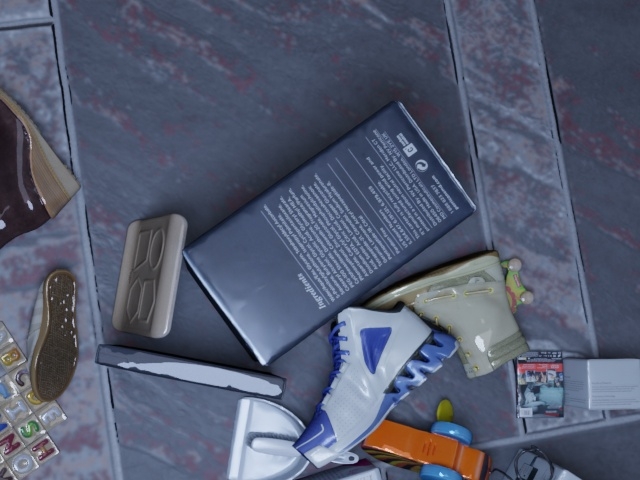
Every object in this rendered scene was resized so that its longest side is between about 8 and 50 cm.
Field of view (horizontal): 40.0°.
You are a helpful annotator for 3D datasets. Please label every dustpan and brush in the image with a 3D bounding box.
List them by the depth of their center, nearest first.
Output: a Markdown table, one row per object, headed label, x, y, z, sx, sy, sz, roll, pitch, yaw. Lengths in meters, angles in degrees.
| label | x | y | z | sx | sy | sz | roll | pitch | yaw |
| --- | --- | --- | --- | --- | --- | --- | --- | --- | --- |
| dustpan and brush | -0.043 | 0.350 | 1.475 | 0.211 | 0.060 | 0.147 | 9 | 83 | -6 |

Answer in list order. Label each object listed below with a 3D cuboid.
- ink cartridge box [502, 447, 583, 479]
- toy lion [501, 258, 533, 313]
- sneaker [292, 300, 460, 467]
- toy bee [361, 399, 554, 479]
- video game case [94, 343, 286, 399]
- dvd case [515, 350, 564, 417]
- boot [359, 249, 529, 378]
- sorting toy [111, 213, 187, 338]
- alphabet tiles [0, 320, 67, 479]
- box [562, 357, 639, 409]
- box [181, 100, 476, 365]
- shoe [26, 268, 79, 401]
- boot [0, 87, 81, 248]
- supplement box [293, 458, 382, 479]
| label | x | y | z | sx | sy | sz | roll | pitch | yaw |
| --- | --- | --- | --- | --- | --- | --- | --- | --- | --- |
| ink cartridge box | 0.405 | 0.433 | 1.453 | 0.153 | 0.208 | 0.087 | 33 | 84 | -2 |
| toy lion | 0.324 | 0.092 | 1.569 | 0.096 | 0.034 | 0.100 | -19 | 87 | -2 |
| sneaker | 0.054 | 0.209 | 1.419 | 0.315 | 0.127 | 0.182 | -40 | 80 | -16 |
| toy bee | 0.219 | 0.386 | 1.472 | 0.298 | 0.162 | 0.195 | 31 | 70 | 26 |
| video game case | -0.200 | 0.203 | 1.374 | 0.275 | 0.248 | 0.035 | 12 | 82 | -6 |
| dvd case | 0.390 | 0.256 | 1.567 | 0.087 | 0.013 | 0.119 | 0 | 83 | -8 |
| boot | 0.214 | 0.149 | 1.517 | 0.262 | 0.095 | 0.203 | -20 | 93 | -5 |
| sorting toy | -0.272 | 0.058 | 1.415 | 0.038 | 0.208 | 0.193 | 13 | 82 | -32 |
| alphabet tiles | -0.544 | 0.285 | 1.441 | 0.198 | 0.009 | 0.237 | -34 | 89 | -10 |
| box | 0.491 | 0.249 | 1.537 | 0.102 | 0.101 | 0.087 | 0 | 84 | -9 |
| box | 0.000 | 0.000 | 1.400 | 0.395 | 0.293 | 0.212 | -37 | 89 | -10 |
| shoe | -0.441 | 0.155 | 1.450 | 0.077 | 0.058 | 0.219 | 9 | 87 | -38 |
| boot | -0.544 | -0.116 | 1.441 | 0.207 | 0.090 | 0.248 | -38 | 94 | -12 |
| supplement box | -0.003 | 0.448 | 1.445 | 0.220 | 0.111 | 0.113 | -16 | 87 | -9 |
